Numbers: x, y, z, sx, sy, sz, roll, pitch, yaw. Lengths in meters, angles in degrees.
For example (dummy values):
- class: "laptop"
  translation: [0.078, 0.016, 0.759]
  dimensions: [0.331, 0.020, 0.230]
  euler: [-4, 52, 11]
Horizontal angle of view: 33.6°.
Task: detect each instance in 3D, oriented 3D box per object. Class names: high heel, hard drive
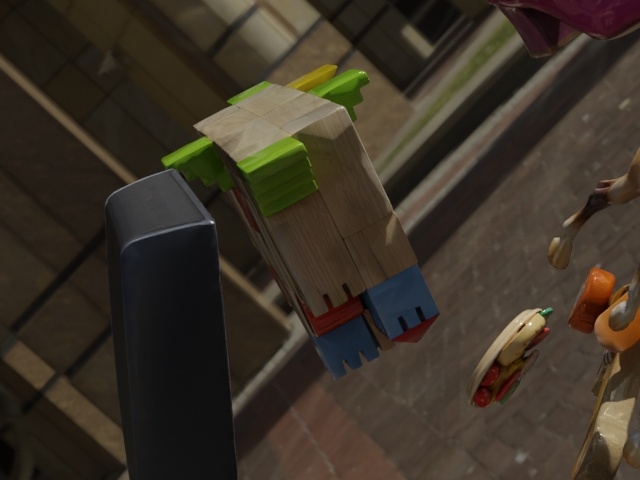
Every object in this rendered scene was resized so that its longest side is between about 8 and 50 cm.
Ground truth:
- class: "high heel"
  translation: [0.260, -0.295, 1.057]
  dimensions: [0.127, 0.181, 0.377]
  euler: [-37, 10, -18]
- class: "hard drive"
  translation: [-0.081, 0.099, 0.585]
  dimensions: [0.054, 0.255, 0.172]
  euler: [-7, 15, -13]

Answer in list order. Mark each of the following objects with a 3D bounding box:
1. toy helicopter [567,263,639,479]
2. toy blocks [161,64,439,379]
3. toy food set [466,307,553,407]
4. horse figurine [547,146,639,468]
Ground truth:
- class: "toy helicopter"
  translation: [0.350, 0.128, 1.177]
  dimensions: [0.235, 0.140, 0.355]
  euler: [104, -167, -50]
- class: "toy blocks"
  translation: [0.000, 0.000, 0.985]
  dimensions: [0.190, 0.261, 0.381]
  euler: [-28, 16, -6]
- class: "toy food set"
  translation: [0.128, 0.079, 0.709]
  dimensions: [0.083, 0.020, 0.082]
  euler: [-60, -22, 16]
- class: "horse figurine"
  translation: [0.176, 0.014, 0.482]
  dimensions: [0.263, 0.066, 0.174]
  euler: [-85, 19, -45]
